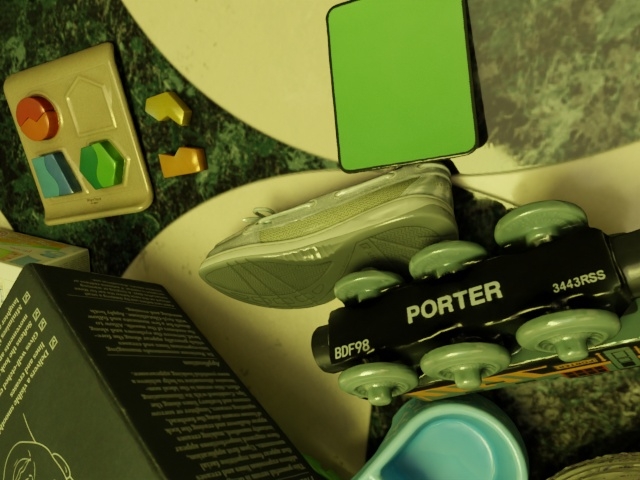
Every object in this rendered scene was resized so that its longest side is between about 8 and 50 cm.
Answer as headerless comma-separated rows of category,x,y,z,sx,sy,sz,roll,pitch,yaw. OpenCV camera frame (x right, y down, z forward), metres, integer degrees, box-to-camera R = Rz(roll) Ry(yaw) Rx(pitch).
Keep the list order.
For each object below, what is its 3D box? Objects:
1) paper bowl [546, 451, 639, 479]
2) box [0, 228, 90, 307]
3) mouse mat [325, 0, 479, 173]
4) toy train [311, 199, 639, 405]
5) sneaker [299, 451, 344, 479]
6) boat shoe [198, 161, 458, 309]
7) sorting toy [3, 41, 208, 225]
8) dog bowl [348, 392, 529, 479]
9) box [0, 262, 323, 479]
paper bowl,0.337,0.342,0.530,0.284,0.148,0.284,6,106,22
box,-0.468,0.056,0.825,0.203,0.114,0.103,11,109,20
mouse mat,0.081,-0.172,0.568,0.153,0.007,0.189,-6,88,25
toy train,0.158,0.084,0.525,0.334,0.190,0.142,-23,53,30
sneaker,-0.003,0.433,0.671,0.483,0.202,0.185,30,113,14
boat shoe,0.000,-0.002,0.623,0.320,0.103,0.118,-19,134,30
sorting toy,-0.307,-0.146,0.744,0.307,0.041,0.229,-6,101,25
dog bowl,0.102,0.294,0.584,0.166,0.074,0.297,42,85,16
box,-0.240,0.263,0.625,0.395,0.212,0.293,41,101,33
